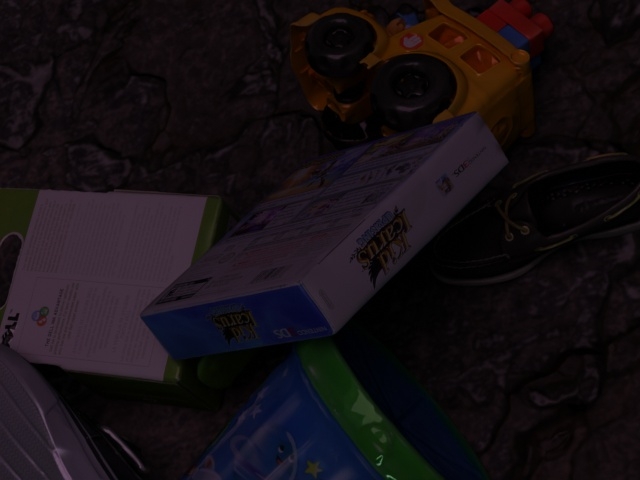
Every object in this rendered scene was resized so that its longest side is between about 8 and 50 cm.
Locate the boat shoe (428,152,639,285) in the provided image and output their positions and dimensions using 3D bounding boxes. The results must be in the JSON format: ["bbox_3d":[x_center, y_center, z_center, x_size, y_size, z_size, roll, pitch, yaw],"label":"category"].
[{"bbox_3d":[0.200,-0.024,1.697,0.227,0.069,0.081,-20,62,9],"label":"boat shoe"}]

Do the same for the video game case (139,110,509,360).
[{"bbox_3d":[0.000,0.000,1.617,0.244,0.061,0.269,-45,18,-30],"label":"video game case"}]

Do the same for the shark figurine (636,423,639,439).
[{"bbox_3d":[0.364,0.047,1.563,0.166,0.116,0.278,10,75,47],"label":"shark figurine"}]

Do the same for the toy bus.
[{"bbox_3d":[0.109,-0.166,1.758,0.211,0.149,0.220,-41,58,-17],"label":"toy bus"}]

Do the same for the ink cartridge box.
[{"bbox_3d":[-0.210,0.051,1.789,0.255,0.097,0.189,4,69,24],"label":"ink cartridge box"}]

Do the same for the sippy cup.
[{"bbox_3d":[-0.003,0.215,1.588,0.224,0.240,0.305,-41,20,10],"label":"sippy cup"}]

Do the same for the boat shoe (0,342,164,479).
[{"bbox_3d":[-0.219,0.226,1.700,0.335,0.119,0.121,50,117,18],"label":"boat shoe"}]
